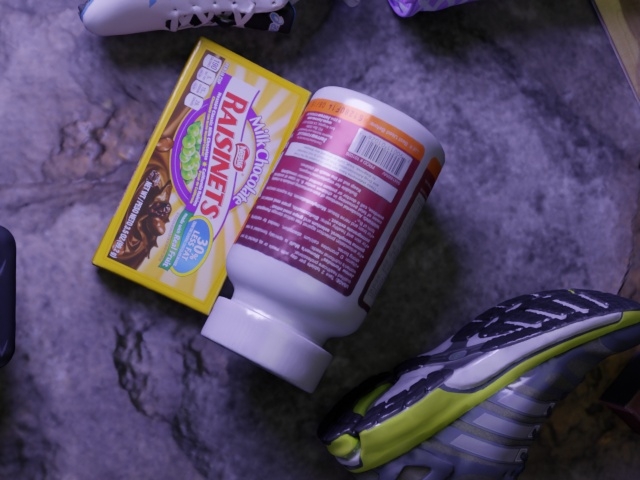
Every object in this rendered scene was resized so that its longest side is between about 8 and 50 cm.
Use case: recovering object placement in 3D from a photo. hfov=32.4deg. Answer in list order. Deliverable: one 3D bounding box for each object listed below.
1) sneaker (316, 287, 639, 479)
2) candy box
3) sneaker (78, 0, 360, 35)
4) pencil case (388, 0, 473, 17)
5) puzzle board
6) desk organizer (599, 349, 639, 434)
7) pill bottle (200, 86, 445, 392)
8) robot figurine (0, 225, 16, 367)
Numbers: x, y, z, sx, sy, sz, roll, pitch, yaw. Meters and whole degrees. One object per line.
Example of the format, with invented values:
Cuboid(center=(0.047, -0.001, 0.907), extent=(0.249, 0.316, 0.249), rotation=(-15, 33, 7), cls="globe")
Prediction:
Cuboid(center=(0.150, 0.136, 0.927), extent=(0.300, 0.111, 0.121), rotation=(-26, 105, -7), cls="sneaker")
Cuboid(center=(-0.096, -0.053, 0.902), extent=(0.105, 0.027, 0.205), rotation=(26, 83, -15), cls="candy box")
Cuboid(center=(-0.073, -0.199, 0.880), extent=(0.237, 0.085, 0.086), rotation=(-17, 84, -12), cls="sneaker")
Cuboid(center=(0.154, -0.241, 0.933), extent=(0.206, 0.086, 0.088), rotation=(-13, 47, -11), cls="pencil case")
Cuboid(center=(0.308, -0.192, 1.010), extent=(0.096, 0.011, 0.128), rotation=(-27, 96, -14), cls="puzzle board")
Cuboid(center=(0.316, 0.113, 0.986), extent=(0.050, 0.047, 0.130), rotation=(44, 80, -11), cls="desk organizer")
Cuboid(center=(0.000, 0.000, 0.875), extent=(0.121, 0.121, 0.221), rotation=(30, 82, -11), cls="pill bottle")
Cuboid(center=(-0.337, 0.045, 0.764), extent=(0.174, 0.209, 0.278), rotation=(2, 88, 16), cls="robot figurine")
